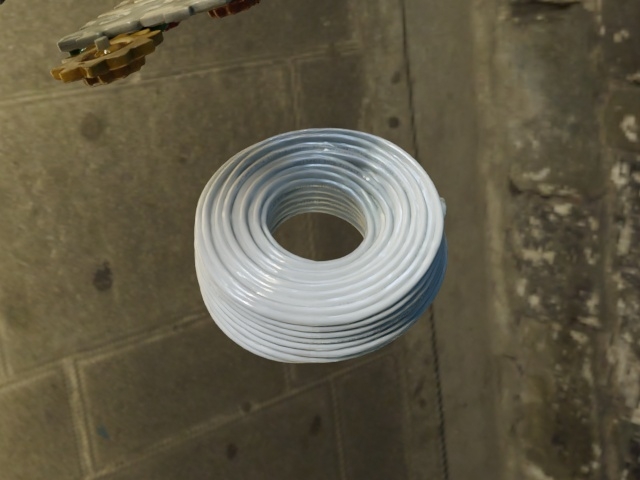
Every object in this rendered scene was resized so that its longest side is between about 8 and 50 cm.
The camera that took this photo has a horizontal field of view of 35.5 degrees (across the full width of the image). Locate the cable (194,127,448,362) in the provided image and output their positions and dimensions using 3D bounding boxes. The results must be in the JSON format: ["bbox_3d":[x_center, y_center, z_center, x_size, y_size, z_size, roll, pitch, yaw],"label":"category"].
[{"bbox_3d":[0.000,0.000,1.004,0.089,0.257,0.257,91,5,-53],"label":"cable"}]

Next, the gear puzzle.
[{"bbox_3d":[-0.121,-0.189,0.859,0.339,0.176,0.044,-65,140,-61],"label":"gear puzzle"}]

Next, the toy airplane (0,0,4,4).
[{"bbox_3d":[-0.353,-0.250,0.720,0.273,0.386,0.384,20,127,-21],"label":"toy airplane"}]
